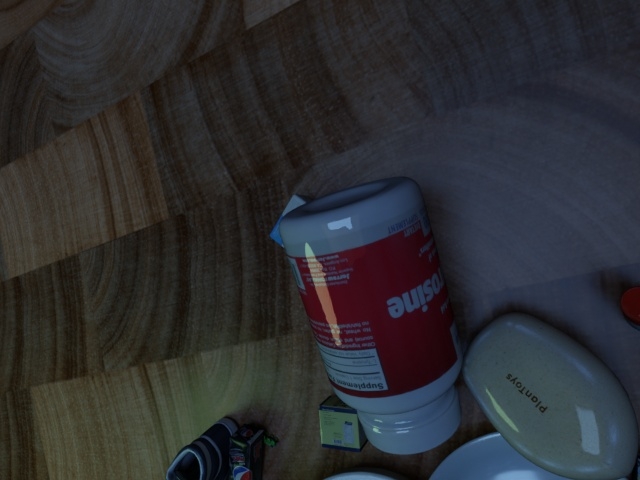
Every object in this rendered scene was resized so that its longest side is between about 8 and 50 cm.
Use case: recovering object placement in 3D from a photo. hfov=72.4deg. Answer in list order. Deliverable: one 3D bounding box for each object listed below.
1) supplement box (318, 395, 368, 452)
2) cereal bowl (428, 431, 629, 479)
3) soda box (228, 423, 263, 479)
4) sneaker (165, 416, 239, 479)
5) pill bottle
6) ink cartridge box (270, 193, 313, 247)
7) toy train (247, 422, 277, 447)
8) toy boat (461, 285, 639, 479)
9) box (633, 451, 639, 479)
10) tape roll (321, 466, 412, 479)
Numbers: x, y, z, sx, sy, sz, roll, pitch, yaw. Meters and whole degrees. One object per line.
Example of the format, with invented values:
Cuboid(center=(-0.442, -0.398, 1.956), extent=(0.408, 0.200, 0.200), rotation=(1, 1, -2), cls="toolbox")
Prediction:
Cuboid(center=(0.047, 0.363, 0.869), extent=(0.083, 0.056, 0.083), rotation=(-4, 91, 24), cls="supplement box")
Cuboid(center=(0.314, 0.467, 0.636), extent=(0.338, 0.339, 0.141), rotation=(-19, 118, 24), cls="cereal bowl")
Cuboid(center=(-0.164, 0.496, 0.956), extent=(0.053, 0.060, 0.169), rotation=(9, 104, 22), cls="soda box")
Cuboid(center=(-0.257, 0.553, 0.960), extent=(0.099, 0.153, 0.283), rotation=(6, 95, 24), cls="sneaker")
Cuboid(center=(0.098, 0.121, 0.714), extent=(0.228, 0.229, 0.408), rotation=(-12, 104, 24), cls="pill bottle")
Cuboid(center=(0.000, 0.000, 0.873), extent=(0.180, 0.060, 0.104), rotation=(38, 106, 18), cls="ink cartridge box")
Cuboid(center=(-0.131, 0.436, 0.974), extent=(0.083, 0.017, 0.024), rotation=(22, 111, 22), cls="toy train")
Cuboid(center=(0.392, 0.192, 0.661), extent=(0.318, 0.148, 0.268), rotation=(-52, 51, 18), cls="toy boat")
Cuboid(center=(0.554, 0.382, 0.658), extent=(0.136, 0.027, 0.094), rotation=(0, 93, 24), cls="box")
Cuboid(center=(0.090, 0.624, 0.780), extent=(0.391, 0.072, 0.393), rotation=(-5, 70, 15), cls="tape roll")
